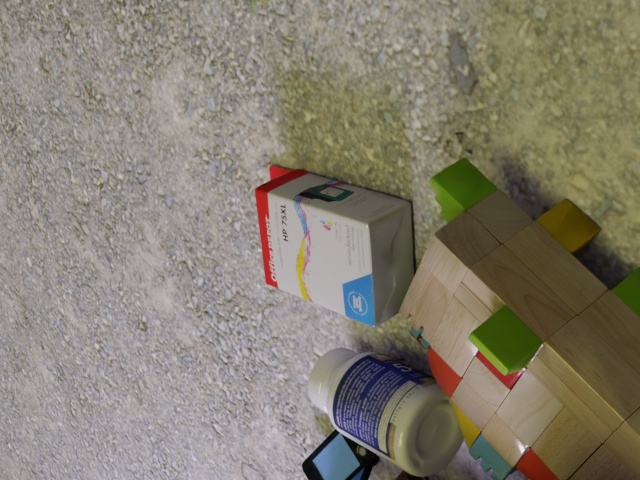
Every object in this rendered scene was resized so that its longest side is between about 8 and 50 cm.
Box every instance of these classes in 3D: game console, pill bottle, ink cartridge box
[{"bbox_3d":[0.015,0.314,1.384,0.122,0.071,0.107,-49,61,31],"label":"game console"},{"bbox_3d":[0.074,0.196,1.250,0.186,0.112,0.112,21,126,48],"label":"pill bottle"},{"bbox_3d":[0.000,0.000,1.250,0.231,0.078,0.134,18,124,41],"label":"ink cartridge box"}]

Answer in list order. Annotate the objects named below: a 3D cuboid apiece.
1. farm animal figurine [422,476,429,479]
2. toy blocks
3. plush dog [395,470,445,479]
[{"bbox_3d":[0.092,0.503,1.361,0.330,0.172,0.327,56,140,8],"label":"farm animal figurine"},{"bbox_3d":[0.212,0.140,1.052,0.381,0.190,0.261,46,150,20],"label":"toy blocks"},{"bbox_3d":[0.134,0.391,1.173,0.210,0.262,0.225,-70,-41,-84],"label":"plush dog"}]
